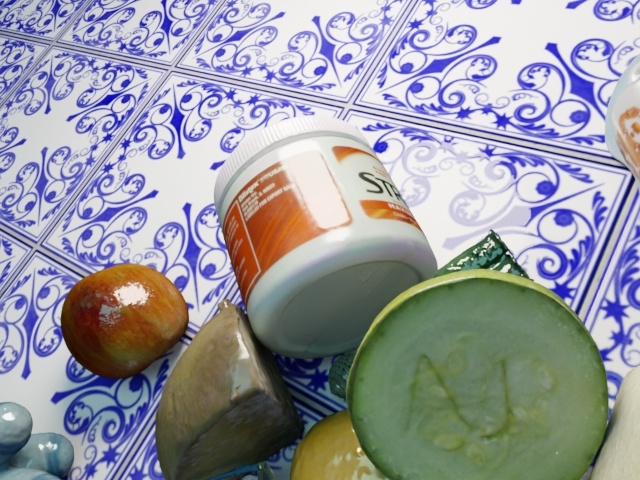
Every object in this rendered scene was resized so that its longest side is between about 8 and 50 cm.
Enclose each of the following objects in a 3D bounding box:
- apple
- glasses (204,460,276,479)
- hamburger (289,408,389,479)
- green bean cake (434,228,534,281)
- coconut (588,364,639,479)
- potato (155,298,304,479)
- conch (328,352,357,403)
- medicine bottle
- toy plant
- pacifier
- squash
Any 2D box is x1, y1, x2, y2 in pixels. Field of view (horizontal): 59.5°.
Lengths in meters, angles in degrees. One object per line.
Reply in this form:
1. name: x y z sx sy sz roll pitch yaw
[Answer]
1. apple: -0.316 0.130 0.899 0.195 0.160 0.173 -38 75 6
2. glasses: -0.132 0.384 0.671 0.220 0.088 0.190 -15 67 1
3. hamburger: 0.043 0.283 0.664 0.162 0.115 0.162 -11 55 16
4. green bean cake: 0.222 0.112 0.634 0.107 0.208 0.193 -30 52 7
5. coconut: 0.382 0.206 0.493 0.237 0.237 0.266 22 70 32
6. potato: -0.156 0.190 0.723 0.189 0.264 0.211 -26 60 -4
7. conch: 0.052 0.185 0.757 0.085 0.056 0.076 -41 67 -3
8. medicine bottle: 0.000 0.000 0.764 0.252 0.252 0.241 -29 55 5
9. toy plant: -0.496 0.346 0.802 0.332 0.247 0.247 4 63 21
10. pacifier: 0.498 -0.140 0.706 0.207 0.227 0.279 5 55 -20
11. squash: 0.156 0.153 0.555 0.252 0.049 0.252 2 100 12
